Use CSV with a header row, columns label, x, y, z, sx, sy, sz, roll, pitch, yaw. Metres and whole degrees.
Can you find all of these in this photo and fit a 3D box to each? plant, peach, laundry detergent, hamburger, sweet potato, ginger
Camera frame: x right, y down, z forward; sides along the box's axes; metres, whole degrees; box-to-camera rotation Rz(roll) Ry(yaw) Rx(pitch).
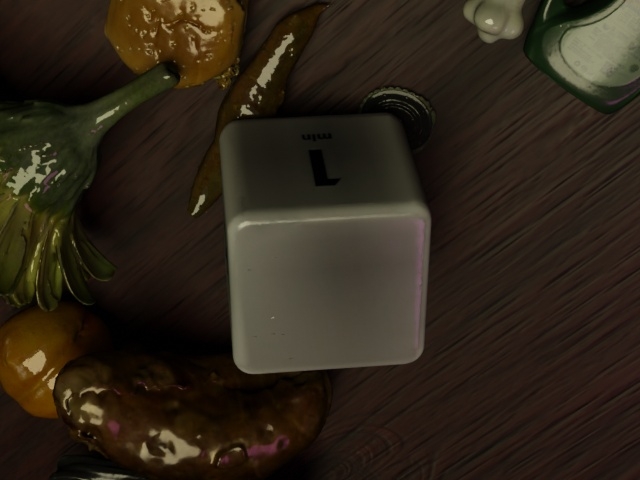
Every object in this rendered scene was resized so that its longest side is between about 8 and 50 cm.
label,x,y,z,sx,sy,sz,roll,pitch,yaw
plant,-0.307,-0.106,1.379,0.297,0.261,0.306,-53,137,-2
peach,-0.306,0.133,1.531,0.138,0.138,0.138,4,116,9
laundry detergent,0.299,-0.235,1.276,0.137,0.063,0.211,35,117,0
hamburger,-0.145,-0.224,1.353,0.147,0.083,0.138,21,122,4
sweet potato,-0.071,-0.139,1.393,0.067,0.067,0.274,30,112,-5
ginger,-0.145,0.201,1.486,0.321,0.165,0.172,1,133,-21

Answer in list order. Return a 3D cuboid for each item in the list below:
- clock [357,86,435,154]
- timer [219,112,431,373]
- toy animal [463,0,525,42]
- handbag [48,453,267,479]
label,x,y,z,sx,sy,sz,roll,pitch,yaw
clock,0.079,-0.127,1.398,0.083,0.010,0.074,22,118,-1
timer,0.000,0.000,1.338,0.194,0.195,0.192,-4,124,-6
toy animal,0.227,-0.363,1.169,0.180,0.181,0.363,7,116,17
handbag,-0.158,0.329,1.605,0.332,0.075,0.191,6,145,5
